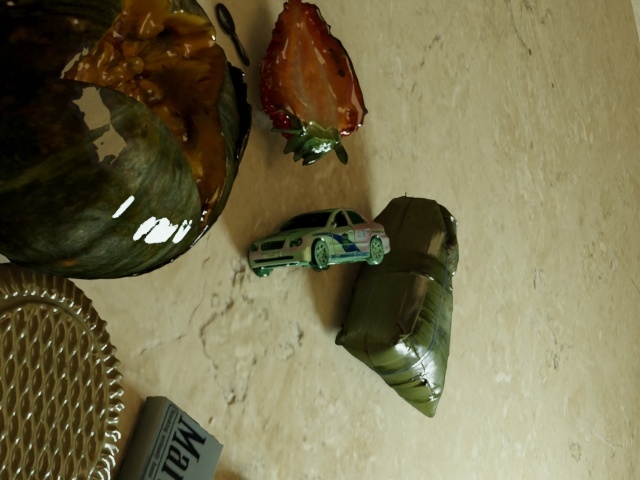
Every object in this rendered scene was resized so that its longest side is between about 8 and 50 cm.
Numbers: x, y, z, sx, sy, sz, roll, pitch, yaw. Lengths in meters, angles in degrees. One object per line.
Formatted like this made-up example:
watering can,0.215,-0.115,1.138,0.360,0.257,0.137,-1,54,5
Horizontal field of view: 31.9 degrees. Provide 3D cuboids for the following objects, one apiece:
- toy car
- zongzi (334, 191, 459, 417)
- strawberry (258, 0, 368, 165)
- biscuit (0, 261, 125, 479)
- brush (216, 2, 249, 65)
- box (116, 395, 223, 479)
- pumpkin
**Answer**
toy car,0.000,0.000,1.358,0.224,0.090,0.076,-3,87,-59
zongzi,0.141,0.092,1.561,0.274,0.125,0.251,48,55,-50
strawberry,-0.022,-0.180,1.339,0.192,0.085,0.140,52,57,-15
biscuit,-0.257,0.146,0.916,0.259,0.079,0.259,13,75,-60
brush,-0.099,-0.235,1.285,0.083,0.008,0.024,65,34,-33
box,-0.161,0.258,1.113,0.115,0.036,0.177,54,44,-44
pumpkin,-0.194,-0.114,0.911,0.320,0.192,0.320,48,31,-43
